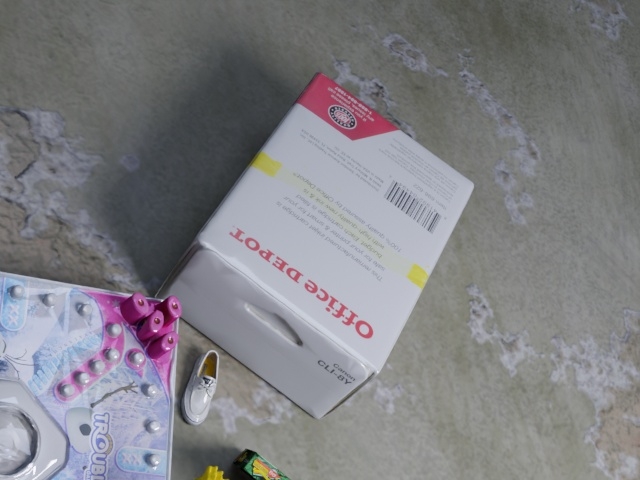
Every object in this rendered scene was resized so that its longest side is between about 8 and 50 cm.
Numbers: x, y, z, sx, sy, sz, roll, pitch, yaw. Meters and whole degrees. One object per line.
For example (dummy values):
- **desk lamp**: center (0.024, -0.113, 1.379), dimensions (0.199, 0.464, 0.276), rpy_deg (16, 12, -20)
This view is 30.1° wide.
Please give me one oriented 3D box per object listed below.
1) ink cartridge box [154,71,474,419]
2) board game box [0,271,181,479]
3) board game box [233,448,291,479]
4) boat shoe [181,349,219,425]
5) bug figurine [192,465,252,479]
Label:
- **ink cartridge box**: center (0.000, 0.000, 1.587), dimensions (0.279, 0.160, 0.384), rpy_deg (37, 47, -4)
- **board game box**: center (-0.336, 0.213, 1.260), dimensions (0.390, 0.050, 0.389), rpy_deg (12, 64, -25)
- **board game box**: center (0.011, 0.334, 1.387), dimensions (0.260, 0.136, 0.030), rpy_deg (39, 76, -3)
- **boat shoe**: center (-0.144, 0.178, 1.460), dimensions (0.035, 0.035, 0.100), rpy_deg (26, 49, -14)
- **bug figurine**: center (-0.126, 0.368, 1.253), dimensions (0.072, 0.216, 0.279), rpy_deg (-5, 49, 15)
